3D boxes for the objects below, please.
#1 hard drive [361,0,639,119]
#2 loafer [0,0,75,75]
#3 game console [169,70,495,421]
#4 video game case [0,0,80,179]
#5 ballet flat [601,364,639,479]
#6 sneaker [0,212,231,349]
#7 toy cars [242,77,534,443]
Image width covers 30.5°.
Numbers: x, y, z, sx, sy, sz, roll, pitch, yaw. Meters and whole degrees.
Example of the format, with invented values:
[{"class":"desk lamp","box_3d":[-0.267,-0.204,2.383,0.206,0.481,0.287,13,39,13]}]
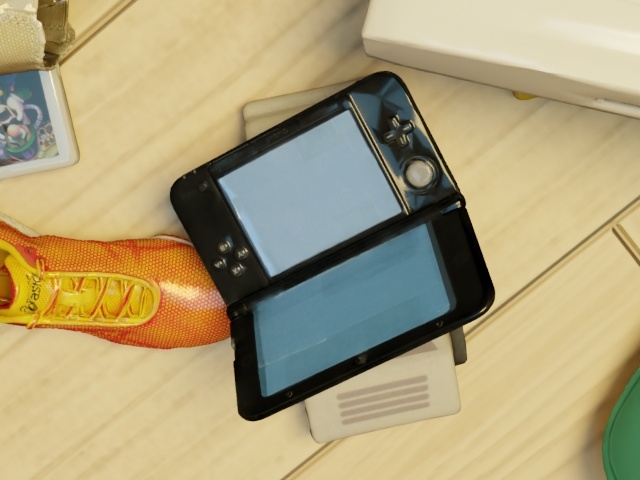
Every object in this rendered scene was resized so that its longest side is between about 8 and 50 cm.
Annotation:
[{"class":"hard drive","box_3d":[0.172,-0.221,0.479,0.233,0.047,0.353,14,84,8]},{"class":"loafer","box_3d":[-0.157,-0.104,0.512,0.268,0.102,0.092,-36,97,3]},{"class":"game console","box_3d":[0.000,0.000,0.509,0.122,0.071,0.107,-26,96,13]},{"class":"video game case","box_3d":[-0.230,-0.103,0.571,0.190,0.022,0.173,-11,103,-2]},{"class":"ballet flat","box_3d":[0.313,-0.031,0.548,0.182,0.164,0.482,15,114,-23]},{"class":"sneaker","box_3d":[-0.120,0.027,0.579,0.175,0.067,0.064,8,108,-2]},{"class":"toy cars","box_3d":[0.068,-0.070,0.562,0.176,0.087,0.393,28,100,-9]}]
